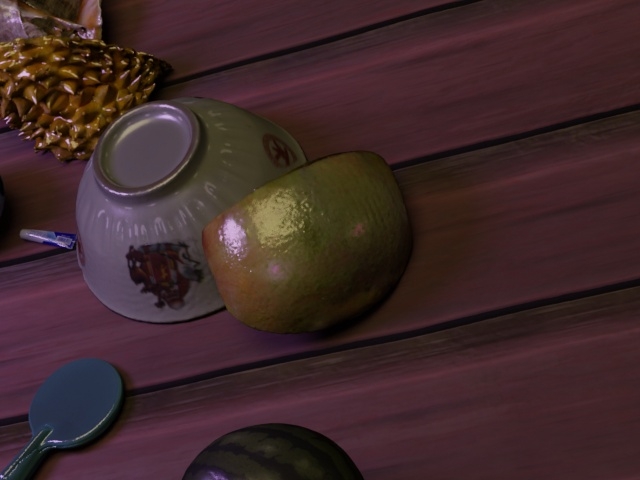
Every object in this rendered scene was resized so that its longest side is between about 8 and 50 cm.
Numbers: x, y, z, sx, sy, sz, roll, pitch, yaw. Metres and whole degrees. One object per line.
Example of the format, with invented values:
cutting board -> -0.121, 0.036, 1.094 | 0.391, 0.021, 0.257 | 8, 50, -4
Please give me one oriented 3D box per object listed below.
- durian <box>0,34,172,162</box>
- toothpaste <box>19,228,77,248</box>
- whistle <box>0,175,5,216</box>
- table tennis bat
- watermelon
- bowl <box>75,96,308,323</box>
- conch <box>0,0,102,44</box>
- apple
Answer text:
durian -> -0.390, -0.223, 2.189 | 0.305, 0.195, 0.185 | 0, 63, 21
toothpaste -> -0.368, -0.003, 2.131 | 0.083, 0.015, 0.024 | 7, 58, 21
whistle -> -0.522, -0.056, 2.171 | 0.163, 0.163, 0.290 | -58, 17, -21
table tennis bat -> -0.324, 0.227, 1.935 | 0.124, 0.033, 0.201 | 23, 65, 36
watermelon -> -0.047, 0.293, 1.652 | 0.212, 0.212, 0.212 | -12, 53, 16
bowl -> -0.193, -0.074, 2.014 | 0.337, 0.157, 0.337 | -12, 53, 16
conch -> -0.456, -0.339, 2.326 | 0.291, 0.159, 0.210 | 29, 53, 2
apple -> 0.000, 0.000, 1.878 | 0.265, 0.120, 0.193 | -25, 70, -14
